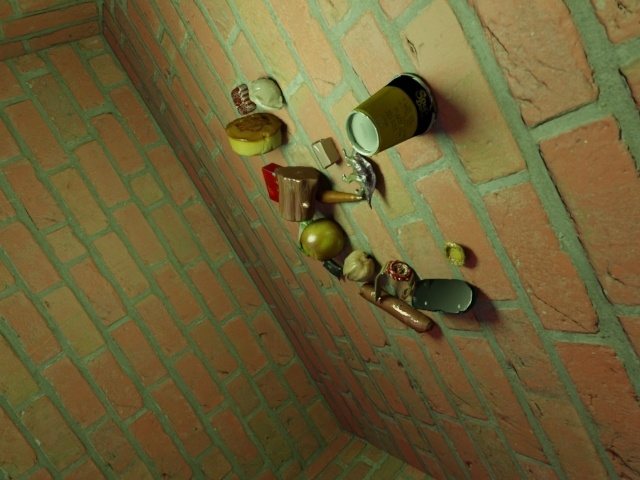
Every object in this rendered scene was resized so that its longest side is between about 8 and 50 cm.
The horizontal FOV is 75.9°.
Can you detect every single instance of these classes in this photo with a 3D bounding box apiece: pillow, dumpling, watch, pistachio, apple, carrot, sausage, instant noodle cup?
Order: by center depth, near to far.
[{"bbox_3d":[0.209,-0.378,1.284,0.215,0.236,0.216,39,151,27],"label":"instant noodle cup"},{"bbox_3d":[-0.253,-0.654,1.843,0.199,0.136,0.118,58,162,20],"label":"dumpling"},{"bbox_3d":[0.330,0.204,1.845,0.164,0.102,0.269,18,138,20],"label":"watch"},{"bbox_3d":[0.079,-0.201,1.878,0.335,0.069,0.069,7,126,49],"label":"carrot"},{"bbox_3d":[0.353,0.319,1.959,0.418,0.094,0.094,30,100,41],"label":"sausage"},{"bbox_3d":[0.179,0.134,1.977,0.157,0.157,0.229,51,164,9],"label":"pistachio"},{"bbox_3d":[0.000,0.000,2.054,0.237,0.207,0.237,42,151,30],"label":"apple"},{"bbox_3d":[0.066,0.148,2.279,0.150,0.048,0.091,40,151,33],"label":"pillow"}]

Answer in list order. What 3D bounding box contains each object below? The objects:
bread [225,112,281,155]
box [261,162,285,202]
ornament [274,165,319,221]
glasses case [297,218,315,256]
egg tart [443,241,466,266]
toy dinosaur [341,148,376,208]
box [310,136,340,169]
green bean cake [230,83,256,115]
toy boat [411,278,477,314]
[{"bbox_3d":[-0.312,-0.512,1.957,0.269,0.269,0.148,34,146,36],"label":"bread"},{"bbox_3d":[-0.174,-0.276,2.168,0.313,0.089,0.198,27,139,42],"label":"box"},{"bbox_3d":[-0.107,-0.219,1.923,0.235,0.221,0.218,17,120,23],"label":"ornament"},{"bbox_3d":[-0.072,-0.022,2.306,0.095,0.062,0.272,40,149,17],"label":"glasses case"},{"bbox_3d":[0.493,0.046,1.492,0.105,0.039,0.105,38,148,30],"label":"egg tart"},{"bbox_3d":[0.156,-0.275,1.647,0.162,0.077,0.295,14,131,52],"label":"toy dinosaur"},{"bbox_3d":[0.025,-0.376,1.746,0.062,0.089,0.122,-16,107,50],"label":"box"},{"bbox_3d":[-0.397,-0.713,2.089,0.135,0.056,0.136,0,120,57],"label":"green bean cake"},{"bbox_3d":[0.502,0.229,1.629,0.092,0.135,0.298,27,164,-29],"label":"toy boat"}]
